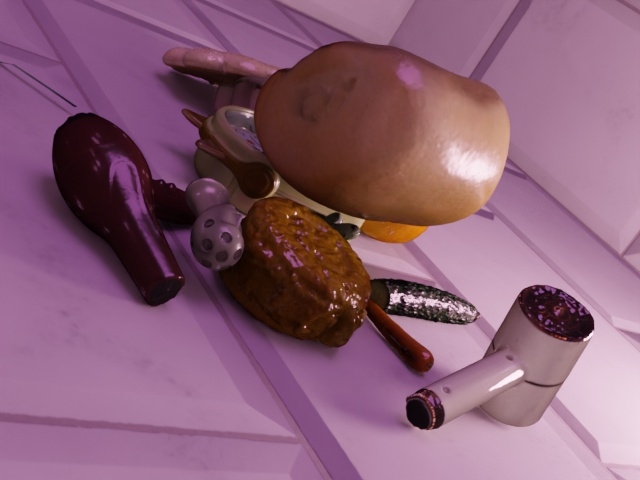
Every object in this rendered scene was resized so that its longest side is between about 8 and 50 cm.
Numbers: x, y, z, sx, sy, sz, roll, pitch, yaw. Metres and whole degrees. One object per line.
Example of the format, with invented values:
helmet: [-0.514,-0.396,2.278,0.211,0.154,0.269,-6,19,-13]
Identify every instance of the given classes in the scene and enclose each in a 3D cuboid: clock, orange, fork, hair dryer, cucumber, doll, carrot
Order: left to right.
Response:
fork: [-0.511,-0.285,1.667,0.235,0.021,0.039,36,23,7]
hair dryer: [-0.218,-0.027,1.419,0.312,0.123,0.340,55,16,25]
clock: [-0.096,-0.130,1.789,0.348,0.117,0.286,20,23,-29]
clock: [-0.047,-0.258,2.055,0.310,0.114,0.284,12,2,-32]
doll: [0.000,0.000,1.607,0.150,0.115,0.077,1,-54,57]
orange: [0.141,-0.101,1.945,0.193,0.219,0.219,-1,16,10]
carrot: [0.114,0.143,1.571,0.037,0.037,0.190,10,27,-48]
cucumber: [0.187,0.110,1.726,0.294,0.067,0.067,13,27,-46]
hair dryer: [0.242,0.206,1.447,0.362,0.203,0.128,-17,50,-42]

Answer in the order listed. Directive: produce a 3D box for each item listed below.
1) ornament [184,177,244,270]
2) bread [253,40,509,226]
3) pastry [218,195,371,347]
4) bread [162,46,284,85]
ornament: [-0.144,-0.021,1.354,0.074,0.081,0.156,56,7,-33]
bread: [0.117,-0.158,1.610,0.348,0.252,0.376,-7,-11,40]
pastry: [-0.026,0.043,1.432,0.235,0.132,0.240,37,25,7]
bread: [-0.192,-0.368,2.144,0.316,0.054,0.316,13,1,0]
